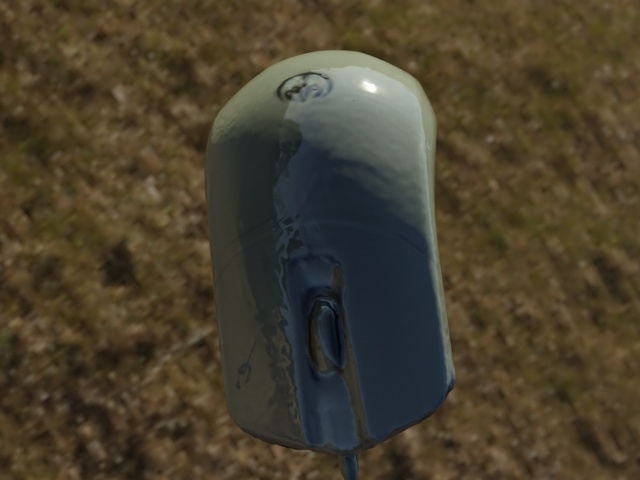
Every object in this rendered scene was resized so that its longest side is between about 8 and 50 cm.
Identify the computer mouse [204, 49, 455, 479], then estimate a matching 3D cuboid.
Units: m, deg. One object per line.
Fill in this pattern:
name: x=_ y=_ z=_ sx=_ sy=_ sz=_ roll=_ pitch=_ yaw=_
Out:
computer mouse: x=0.000 y=0.000 z=0.651 sx=0.056 sy=0.089 sz=0.181 roll=59 pitch=23 yaw=-60
